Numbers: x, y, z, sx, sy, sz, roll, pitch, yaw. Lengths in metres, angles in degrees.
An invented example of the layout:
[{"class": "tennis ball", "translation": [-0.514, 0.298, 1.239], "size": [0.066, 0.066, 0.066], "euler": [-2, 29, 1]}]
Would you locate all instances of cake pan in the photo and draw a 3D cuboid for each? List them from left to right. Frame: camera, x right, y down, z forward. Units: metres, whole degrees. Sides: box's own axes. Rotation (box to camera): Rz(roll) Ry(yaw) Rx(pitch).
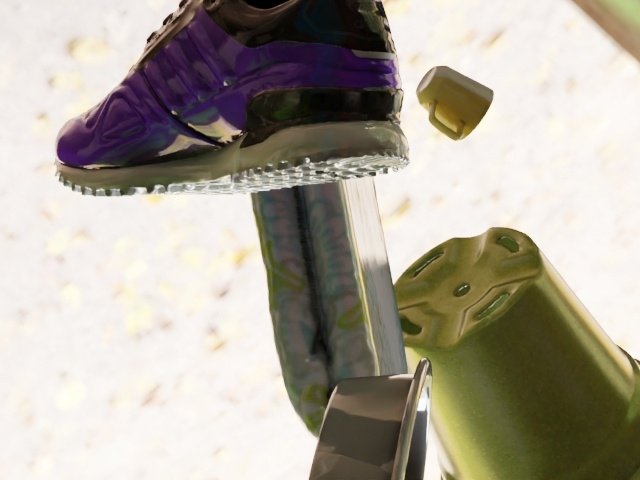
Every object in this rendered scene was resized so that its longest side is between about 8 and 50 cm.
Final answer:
[{"class": "cake pan", "translation": [0.021, 0.212, 1.058], "size": [0.293, 0.054, 0.293], "euler": [8, 90, -83]}]

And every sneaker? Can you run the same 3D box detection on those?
[{"class": "sneaker", "translation": [-0.058, -0.103, 1.067], "size": [0.102, 0.293, 0.146], "euler": [-2, 89, -43]}]

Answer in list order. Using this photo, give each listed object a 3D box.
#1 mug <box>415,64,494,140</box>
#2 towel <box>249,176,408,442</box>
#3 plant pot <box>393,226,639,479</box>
[{"class": "mug", "translation": [0.131, -0.141, 1.761], "size": [0.064, 0.078, 0.062], "euler": [35, 99, -15]}, {"class": "towel", "translation": [0.000, 0.000, 1.497], "size": [0.090, 0.374, 0.320], "euler": [-11, 171, 7]}, {"class": "plant pot", "translation": [0.197, 0.135, 1.866], "size": [0.276, 0.276, 0.254], "euler": [-37, 120, -7]}]
